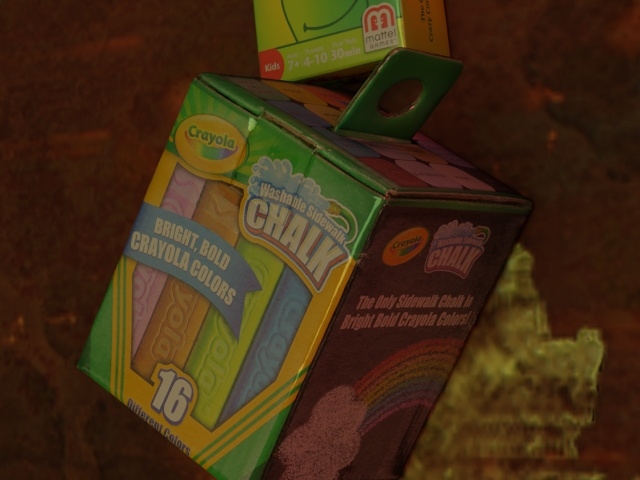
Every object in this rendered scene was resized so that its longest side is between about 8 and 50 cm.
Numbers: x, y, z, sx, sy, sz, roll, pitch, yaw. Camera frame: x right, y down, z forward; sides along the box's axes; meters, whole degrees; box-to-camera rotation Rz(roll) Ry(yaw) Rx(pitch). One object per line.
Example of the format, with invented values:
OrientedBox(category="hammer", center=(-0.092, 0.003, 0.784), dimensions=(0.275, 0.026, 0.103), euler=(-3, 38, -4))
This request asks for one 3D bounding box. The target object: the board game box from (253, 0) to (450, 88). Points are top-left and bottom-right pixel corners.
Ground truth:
OrientedBox(category="board game box", center=(0.008, -0.173, 0.891), dimensions=(0.092, 0.043, 0.181), euler=(-10, 83, 36))

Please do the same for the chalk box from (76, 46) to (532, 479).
OrientedBox(category="chalk box", center=(0.000, 0.000, 0.840), dimensions=(0.132, 0.132, 0.213), euler=(33, 107, 32))
